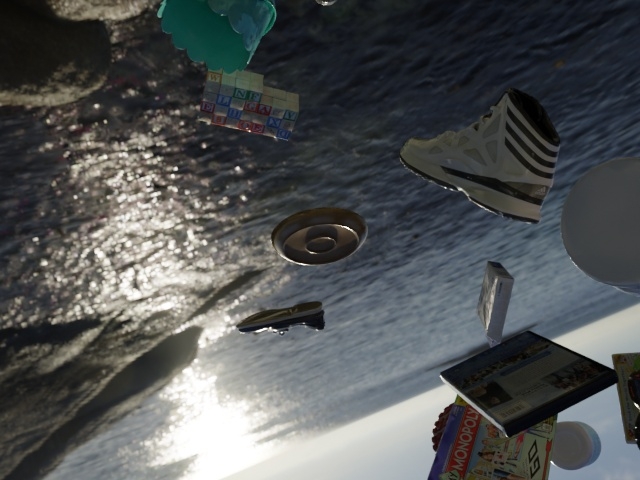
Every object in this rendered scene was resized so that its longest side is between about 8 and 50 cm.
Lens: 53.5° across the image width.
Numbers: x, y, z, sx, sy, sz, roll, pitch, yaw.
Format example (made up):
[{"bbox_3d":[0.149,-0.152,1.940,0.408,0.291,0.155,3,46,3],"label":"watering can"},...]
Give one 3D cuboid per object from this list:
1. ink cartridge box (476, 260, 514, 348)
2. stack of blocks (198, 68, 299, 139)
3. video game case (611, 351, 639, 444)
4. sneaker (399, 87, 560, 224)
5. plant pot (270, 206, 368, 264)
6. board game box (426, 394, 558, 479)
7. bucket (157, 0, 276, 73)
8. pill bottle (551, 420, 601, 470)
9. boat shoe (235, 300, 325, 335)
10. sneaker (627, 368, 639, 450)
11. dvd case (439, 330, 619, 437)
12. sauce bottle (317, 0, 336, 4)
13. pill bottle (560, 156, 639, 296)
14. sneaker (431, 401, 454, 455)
[{"bbox_3d":[0.462,0.183,1.714,0.045,0.223,0.223,9,-171,5],"label":"ink cartridge box"},{"bbox_3d":[-0.221,-0.435,1.999,0.298,0.087,0.171,11,143,-14],"label":"stack of blocks"},{"bbox_3d":[0.835,0.386,1.555,0.026,0.226,0.206,3,168,-40],"label":"video game case"},{"bbox_3d":[0.373,-0.228,1.454,0.169,0.447,0.257,9,108,-35],"label":"sneaker"},{"bbox_3d":[0.000,0.000,1.520,0.237,0.032,0.236,-7,149,-4],"label":"plant pot"},{"bbox_3d":[0.356,0.424,1.289,0.214,0.046,0.317,10,-148,21],"label":"board game box"},{"bbox_3d":[-0.261,-0.592,1.652,0.183,0.281,0.281,-63,175,-19],"label":"bucket"},{"bbox_3d":[0.817,0.656,2.043,0.146,0.146,0.264,-29,153,23],"label":"pill bottle"},{"bbox_3d":[-0.088,0.191,1.428,0.206,0.064,0.075,-13,-165,10],"label":"boat shoe"},{"bbox_3d":[0.777,0.407,1.457,0.087,0.221,0.083,19,148,-17],"label":"sneaker"},{"bbox_3d":[0.310,0.212,0.987,0.181,0.022,0.253,-24,-172,-7],"label":"dvd case"},{"bbox_3d":[0.027,-0.646,1.450,0.112,0.111,0.344,-21,175,-6],"label":"sauce bottle"},{"bbox_3d":[0.570,-0.018,1.035,0.392,0.223,0.224,3,150,-43],"label":"pill bottle"},{"bbox_3d":[0.332,0.513,1.448,0.112,0.299,0.121,30,139,-35],"label":"sneaker"}]
